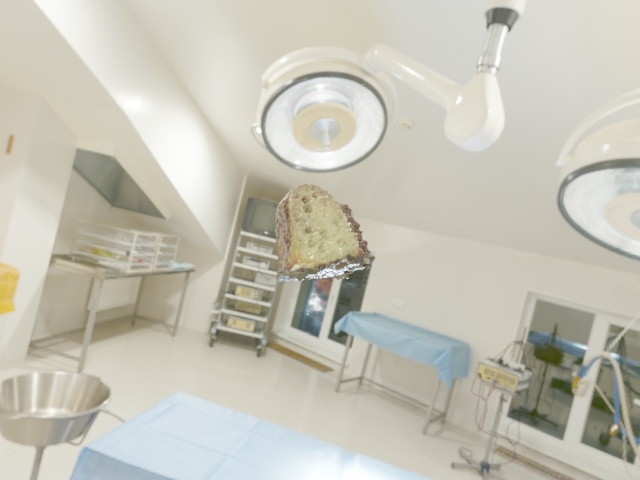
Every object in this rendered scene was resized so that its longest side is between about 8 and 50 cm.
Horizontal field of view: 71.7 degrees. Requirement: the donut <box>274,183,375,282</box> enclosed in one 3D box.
[{"bbox_3d":[-0.010,0.000,0.613,0.186,0.126,0.144,2,-15,-44],"label":"donut"}]
